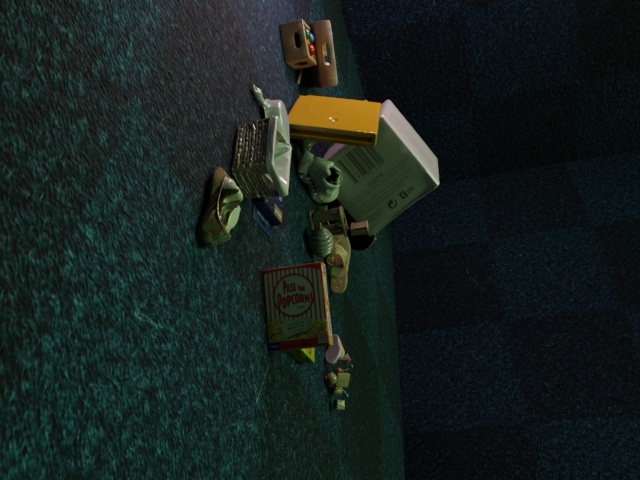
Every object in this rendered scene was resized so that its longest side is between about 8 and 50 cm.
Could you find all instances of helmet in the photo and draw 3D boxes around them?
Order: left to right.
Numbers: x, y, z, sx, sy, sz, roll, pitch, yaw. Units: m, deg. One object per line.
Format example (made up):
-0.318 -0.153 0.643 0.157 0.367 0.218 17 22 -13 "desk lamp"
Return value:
0.157 -0.046 2.397 0.161 0.170 0.169 47 33 -39 "helmet"

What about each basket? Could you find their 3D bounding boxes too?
-0.134 -0.189 1.365 0.113 0.103 0.167 66 20 -49 "basket"

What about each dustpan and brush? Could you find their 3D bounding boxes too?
-0.134 -0.350 1.612 0.211 0.060 0.147 73 12 -58 "dustpan and brush"

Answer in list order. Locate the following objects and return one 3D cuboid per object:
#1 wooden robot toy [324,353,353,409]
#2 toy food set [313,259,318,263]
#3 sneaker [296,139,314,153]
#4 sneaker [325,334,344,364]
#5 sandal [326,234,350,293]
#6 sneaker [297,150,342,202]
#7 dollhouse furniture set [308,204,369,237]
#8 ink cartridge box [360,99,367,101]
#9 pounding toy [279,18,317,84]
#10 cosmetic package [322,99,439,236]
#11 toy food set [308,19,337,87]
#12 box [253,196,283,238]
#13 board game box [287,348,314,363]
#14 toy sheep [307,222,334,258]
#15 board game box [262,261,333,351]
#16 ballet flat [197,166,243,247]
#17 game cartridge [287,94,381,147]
0.042 0.432 1.823 0.076 0.079 0.173 11 -89 64 "wooden robot toy"
-0.010 0.105 1.884 0.083 0.020 0.082 -77 155 -58 "toy food set"
-0.049 -0.353 1.955 0.192 0.064 0.086 -79 164 -56 "sneaker"
0.051 0.367 1.896 0.134 0.051 0.070 -83 155 -62 "sneaker"
0.059 0.064 2.064 0.079 0.088 0.239 51 37 -77 "sandal"
0.020 -0.194 1.964 0.292 0.118 0.110 44 59 -67 "sneaker"
0.066 -0.093 1.984 0.161 0.182 0.101 -79 156 -56 "dollhouse furniture set"
0.156 -0.521 2.721 0.092 0.160 0.219 -58 136 -71 "ink cartridge box"
-0.055 -0.635 2.033 0.206 0.094 0.180 -21 102 -76 "pounding toy"
0.224 -0.286 2.249 0.327 0.329 0.393 48 22 -10 "cosmetic package"
0.010 -0.675 2.162 0.306 0.093 0.219 -125 -154 -73 "toy food set"
-0.132 -0.131 1.492 0.136 0.037 0.225 55 30 -63 "box"
-0.060 0.247 1.517 0.181 0.043 0.092 59 25 -58 "board game box"
0.000 0.000 1.862 0.091 0.091 0.132 -80 163 -55 "toy sheep"
-0.054 0.156 1.379 0.045 0.147 0.193 41 41 -71 "board game box"
-0.184 -0.068 1.146 0.073 0.067 0.206 67 19 -47 "ballet flat"
0.046 -0.387 1.887 0.323 0.286 0.052 -74 170 -61 "game cartridge"
